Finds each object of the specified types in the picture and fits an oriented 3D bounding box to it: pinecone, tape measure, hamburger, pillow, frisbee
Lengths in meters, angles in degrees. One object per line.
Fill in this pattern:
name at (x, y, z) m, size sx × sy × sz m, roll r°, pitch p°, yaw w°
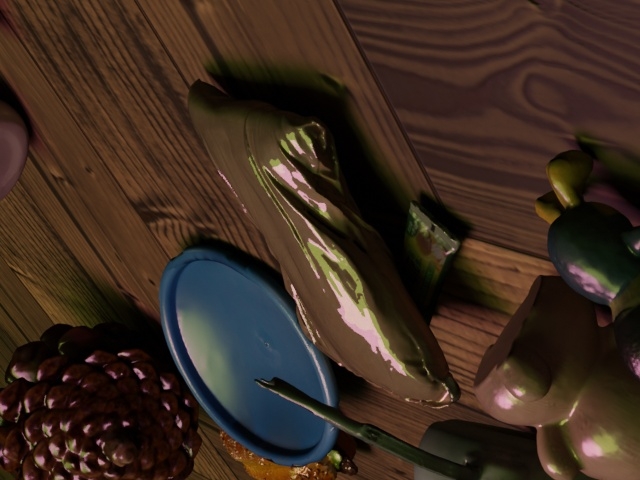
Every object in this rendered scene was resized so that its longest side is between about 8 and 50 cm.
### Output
pinecone at (-0.270, 0.218, 1.847) m, size 0.264 × 0.264 × 0.264 m, roll 35°, pitch 157°, yaw 17°
tape measure at (0.077, 0.168, 1.176) m, size 0.330 × 0.084 × 0.164 m, roll 13°, pitch 170°, yaw -25°
hamburger at (-0.036, 0.212, 1.636) m, size 0.137 × 0.087 × 0.166 m, roll 51°, pitch 156°, yaw -22°
pillow at (0.000, 0.000, 1.176) m, size 0.173 × 0.067 × 0.270 m, roll 13°, pitch 134°, yaw 61°
frisbee at (-0.063, 0.107, 1.510) m, size 0.242 × 0.045 × 0.242 m, roll 28°, pitch 135°, yaw 32°

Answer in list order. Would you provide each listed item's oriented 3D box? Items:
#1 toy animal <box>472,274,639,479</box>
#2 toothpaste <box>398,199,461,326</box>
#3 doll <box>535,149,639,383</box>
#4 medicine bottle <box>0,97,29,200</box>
toy animal at (0.206, 0.118, 1.027) m, size 0.212 × 0.124 × 0.124 m, roll 33°, pitch 157°, yaw 7°
toothpaste at (0.075, 0.033, 1.193) m, size 0.049 × 0.031 × 0.204 m, roll 44°, pitch 157°, yaw 17°
doll at (0.193, 0.023, 0.916) m, size 0.179 × 0.089 × 0.102 m, roll 60°, pitch 165°, yaw 23°
medicine bottle at (-0.422, -0.131, 1.600) m, size 0.250 × 0.131 × 0.131 m, roll 32°, pitch 156°, yaw 24°
